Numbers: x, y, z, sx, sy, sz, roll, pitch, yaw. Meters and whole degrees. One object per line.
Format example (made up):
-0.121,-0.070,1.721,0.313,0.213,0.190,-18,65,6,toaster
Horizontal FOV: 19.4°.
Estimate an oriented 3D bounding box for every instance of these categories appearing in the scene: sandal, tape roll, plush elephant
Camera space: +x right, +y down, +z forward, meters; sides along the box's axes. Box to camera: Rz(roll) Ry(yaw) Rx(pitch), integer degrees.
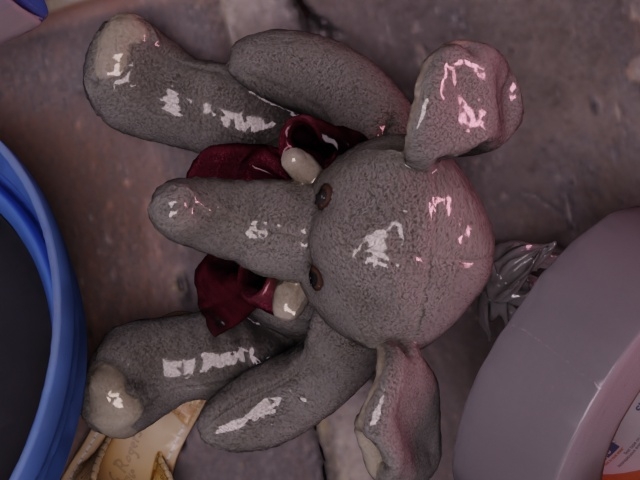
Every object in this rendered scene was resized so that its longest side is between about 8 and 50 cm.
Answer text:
-0.132,0.163,1.236,0.088,0.079,0.240,22,99,2,sandal
0.175,0.090,1.124,0.072,0.219,0.219,33,101,31,tape roll
0.000,0.000,1.098,0.330,0.255,0.271,8,86,0,plush elephant

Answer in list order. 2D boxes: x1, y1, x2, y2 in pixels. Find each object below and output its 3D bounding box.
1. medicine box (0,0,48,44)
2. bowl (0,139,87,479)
-0.349,-0.219,1.134,0.263,0.149,0.289,-24,78,8,medicine box
-0.326,0.089,1.155,0.391,0.077,0.391,-7,64,14,bowl
